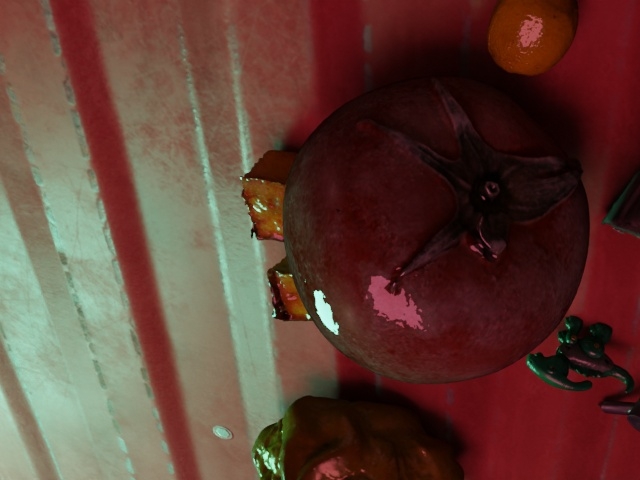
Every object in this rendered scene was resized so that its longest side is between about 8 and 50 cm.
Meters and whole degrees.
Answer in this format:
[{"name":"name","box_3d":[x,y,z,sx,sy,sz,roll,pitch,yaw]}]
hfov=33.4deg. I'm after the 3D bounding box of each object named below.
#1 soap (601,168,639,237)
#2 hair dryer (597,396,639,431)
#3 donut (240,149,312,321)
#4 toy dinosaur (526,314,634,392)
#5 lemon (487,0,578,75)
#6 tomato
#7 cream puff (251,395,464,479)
[{"name":"soap","box_3d":[0.372,-0.004,1.004,0.158,0.258,0.302,21,139,5]},{"name":"hair dryer","box_3d":[0.397,0.211,1.369,0.037,0.063,0.114,48,157,-15]},{"name":"donut","box_3d":[0.005,0.004,1.312,0.152,0.101,0.259,8,134,19]},{"name":"toy dinosaur","box_3d":[0.321,0.151,1.306,0.132,0.096,0.059,21,139,10]},{"name":"lemon","box_3d":[0.201,-0.202,1.023,0.082,0.082,0.111,25,132,2]},{"name":"tomato","box_3d":[0.115,-0.009,1.087,0.316,0.317,0.282,35,153,-9]},{"name":"cream puff","box_3d":[0.035,0.375,1.552,0.323,0.270,0.274,9,131,17]}]
